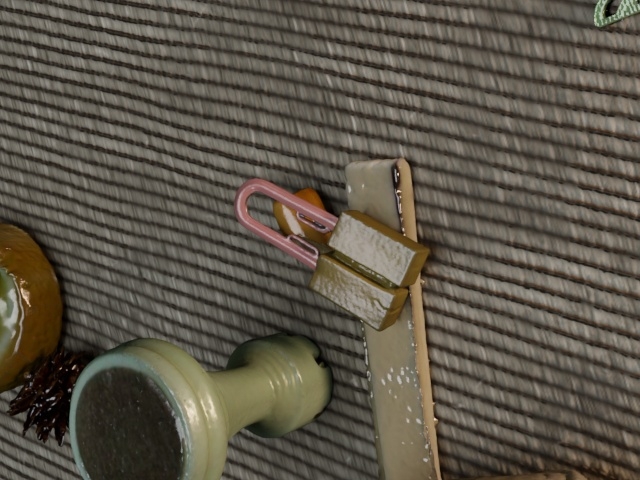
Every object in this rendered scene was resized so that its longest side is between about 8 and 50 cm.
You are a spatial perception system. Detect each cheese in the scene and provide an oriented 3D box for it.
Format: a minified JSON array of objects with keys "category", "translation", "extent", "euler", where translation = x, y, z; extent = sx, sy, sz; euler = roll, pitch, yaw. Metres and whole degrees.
[{"category":"cheese","translation":[0.085,0.105,1.385],"extent":[0.085,0.034,0.400],"euler":[-4,94,38]}]

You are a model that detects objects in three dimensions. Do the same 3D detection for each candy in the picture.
[{"category":"candy","translation":[-0.486,0.096,1.738],"extent":[0.260,0.118,0.260],"euler":[6,101,32]}]

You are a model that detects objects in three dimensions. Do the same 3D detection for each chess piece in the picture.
[{"category":"chess piece","translation":[-0.117,0.187,1.375],"extent":[0.194,0.299,0.194],"euler":[6,101,35]}]

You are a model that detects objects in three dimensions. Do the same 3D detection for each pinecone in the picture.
[{"category":"pinecone","translation":[-0.356,0.217,1.661],"extent":[0.121,0.140,0.140],"euler":[43,122,-4]}]

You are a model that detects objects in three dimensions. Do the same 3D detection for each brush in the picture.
[{"category":"brush","translation":[0.000,0.000,1.363],"extent":[0.233,0.047,0.103],"euler":[30,109,21]}]

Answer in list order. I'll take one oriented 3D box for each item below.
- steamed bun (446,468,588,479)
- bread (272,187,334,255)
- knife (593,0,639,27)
[{"category":"steamed bun","translation":[0.169,0.363,1.241],"extent":[0.383,0.236,0.247],"euler":[-27,76,45]},{"category":"bread","translation":[-0.013,-0.010,1.415],"extent":[0.049,0.062,0.103],"euler":[-27,82,47]},{"category":"knife","translation":[0.380,-0.270,1.121],"extent":[0.293,0.020,0.043],"euler":[-23,85,36]}]
